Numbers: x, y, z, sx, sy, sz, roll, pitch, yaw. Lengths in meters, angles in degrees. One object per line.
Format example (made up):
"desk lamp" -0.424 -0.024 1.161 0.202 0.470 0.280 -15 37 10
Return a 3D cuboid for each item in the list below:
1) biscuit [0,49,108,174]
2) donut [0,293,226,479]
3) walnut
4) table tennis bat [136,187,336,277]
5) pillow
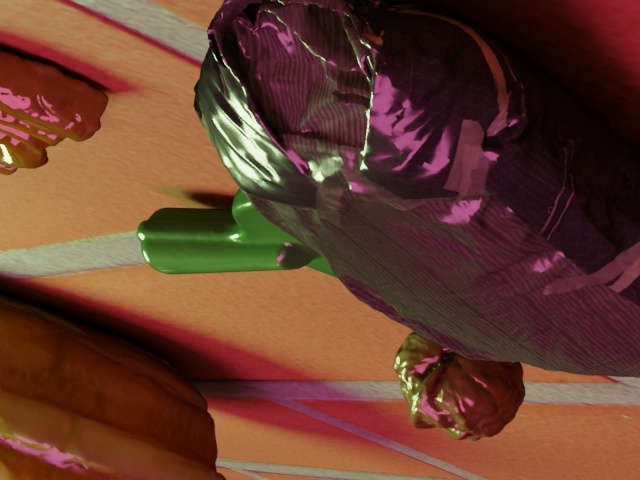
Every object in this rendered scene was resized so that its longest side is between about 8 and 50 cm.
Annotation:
"biscuit" -0.207 -0.075 1.052 0.144 0.033 0.224 24 165 -27
"donut" -0.289 0.165 1.796 0.448 0.198 0.449 18 167 4
"walnut" 0.085 0.084 1.222 0.079 0.082 0.096 44 176 19
"table tennis bat" 0.000 0.000 1.083 0.257 0.039 0.160 0 159 40
"pillow" 0.068 -0.016 0.785 0.161 0.093 0.335 0 158 39
